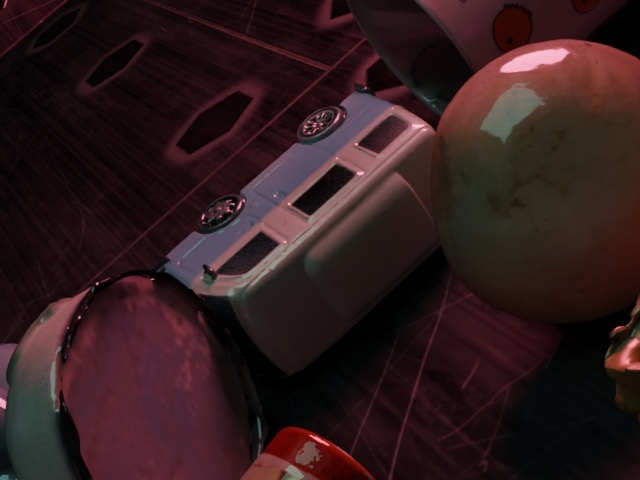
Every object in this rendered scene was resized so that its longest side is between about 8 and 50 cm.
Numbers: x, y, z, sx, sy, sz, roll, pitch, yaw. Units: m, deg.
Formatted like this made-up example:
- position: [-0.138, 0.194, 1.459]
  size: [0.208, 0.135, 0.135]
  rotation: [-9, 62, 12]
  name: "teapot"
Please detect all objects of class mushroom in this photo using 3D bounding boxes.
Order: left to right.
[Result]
- position: [0.184, -0.032, 0.978]
  size: [0.206, 0.209, 0.206]
  rotation: [-10, 58, 16]
  name: "mushroom"

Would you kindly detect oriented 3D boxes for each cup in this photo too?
- position: [0.205, -0.284, 1.277]
  size: [0.317, 0.212, 0.212]
  rotation: [-42, 26, -8]
  name: "cup"

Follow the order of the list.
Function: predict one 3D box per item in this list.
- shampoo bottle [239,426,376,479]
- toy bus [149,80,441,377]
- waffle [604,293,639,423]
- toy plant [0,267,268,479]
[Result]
- position: [-0.068, 0.262, 0.885]
  size: [0.278, 0.104, 0.104]
  rotation: [-50, 28, -21]
  name: "shampoo bottle"
- position: [0.000, 0.000, 1.182]
  size: [0.271, 0.133, 0.165]
  rotation: [-42, 31, -11]
  name: "toy bus"
- position: [0.356, -0.020, 0.779]
  size: [0.376, 0.114, 0.261]
  rotation: [-51, 29, -22]
  name: "waffle"
- position: [-0.243, 0.176, 1.097]
  size: [0.332, 0.247, 0.247]
  rotation: [-20, 32, 30]
  name: "toy plant"
